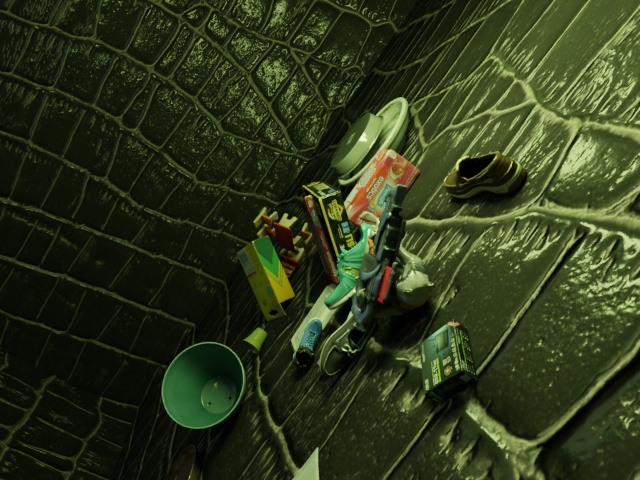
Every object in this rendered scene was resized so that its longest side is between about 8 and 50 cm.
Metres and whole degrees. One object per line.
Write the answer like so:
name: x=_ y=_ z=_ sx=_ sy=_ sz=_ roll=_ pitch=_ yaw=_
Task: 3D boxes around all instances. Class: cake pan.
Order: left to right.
cake pan: x=0.136 y=-0.380 z=1.867 sx=0.293 sy=0.054 sz=0.293 roll=-50 pitch=18 yaw=22

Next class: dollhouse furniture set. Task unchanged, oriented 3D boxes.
dollhouse furniture set: x=-0.140 y=0.021 z=1.954 sx=0.135 sy=0.261 sz=0.259 roll=-55 pitch=-26 yaw=-30

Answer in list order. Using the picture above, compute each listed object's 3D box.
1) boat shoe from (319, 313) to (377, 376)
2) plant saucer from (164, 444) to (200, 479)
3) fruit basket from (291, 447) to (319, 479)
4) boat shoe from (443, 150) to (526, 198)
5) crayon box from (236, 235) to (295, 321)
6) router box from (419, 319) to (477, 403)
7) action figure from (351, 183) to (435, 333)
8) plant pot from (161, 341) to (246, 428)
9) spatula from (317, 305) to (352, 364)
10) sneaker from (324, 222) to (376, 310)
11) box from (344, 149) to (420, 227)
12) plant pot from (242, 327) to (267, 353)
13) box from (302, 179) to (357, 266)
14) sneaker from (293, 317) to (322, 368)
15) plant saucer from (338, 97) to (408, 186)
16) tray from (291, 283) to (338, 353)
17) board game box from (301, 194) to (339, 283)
boat shoe: x=0.069 y=0.253 z=1.181 sx=0.206 sy=0.075 sz=0.065 roll=-53 pitch=13 yaw=-4
plant saucer: x=-0.514 y=0.896 z=1.706 sx=0.311 sy=0.050 sz=0.311 roll=-51 pitch=17 yaw=22
fruit basket: x=-0.082 y=0.609 z=0.880 sx=0.327 sy=0.165 sz=0.353 roll=-55 pitch=0 yaw=5
boat shoe: x=0.352 y=-0.160 z=1.097 sx=0.095 sy=0.095 sz=0.257 roll=-60 pitch=16 yaw=-10
crayon box: x=-0.216 y=0.160 z=1.938 sx=0.081 sy=0.319 sz=0.202 roll=-22 pitch=-3 yaw=-32
router box: x=0.225 y=0.215 z=0.855 sx=0.092 sy=0.038 sz=0.122 roll=-48 pitch=18 yaw=31
action figure: x=0.177 y=0.036 z=1.118 sx=0.330 sy=0.178 sz=0.342 roll=-120 pitch=44 yaw=-66
plant pot: x=-0.392 y=0.537 z=1.714 sx=0.195 sy=0.290 sz=0.290 roll=76 pitch=-145 yaw=-60
spatula: x=0.084 y=0.212 z=1.290 sx=0.297 sy=0.030 sz=0.084 roll=-61 pitch=17 yaw=-14
sneaker: x=0.089 y=0.076 z=1.378 sx=0.275 sy=0.110 sz=0.107 roll=-56 pitch=4 yaw=-1
box: x=0.184 y=-0.155 z=1.530 sx=0.257 sy=0.122 sz=0.128 roll=-56 pitch=15 yaw=3
plant pot: x=-0.251 y=0.388 z=1.872 sx=0.079 sy=0.083 sz=0.083 roll=-51 pitch=11 yaw=-31
box: x=0.034 y=-0.053 z=1.557 sx=0.079 sy=0.257 sz=0.322 roll=-18 pitch=16 yaw=-6
sneaker: x=-0.033 y=0.304 z=1.400 sx=0.152 sy=0.058 sz=0.084 roll=-61 pitch=10 yaw=-1
plant saucer: x=0.225 y=-0.358 z=1.840 sx=0.400 sy=0.100 sz=0.400 roll=-51 pitch=17 yaw=22
tray: x=-0.017 y=0.251 z=1.515 sx=0.270 sy=0.030 sz=0.145 roll=-56 pitch=15 yaw=2
board game box: x=0.000 y=0.000 z=1.531 sx=0.027 sy=0.282 sz=0.145 roll=-19 pitch=0 yaw=-6
